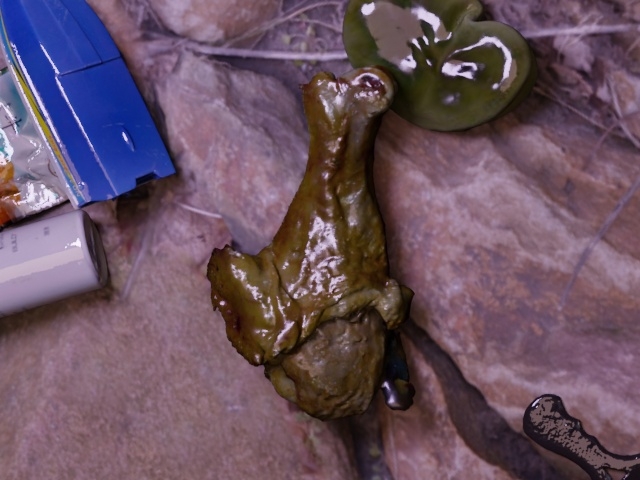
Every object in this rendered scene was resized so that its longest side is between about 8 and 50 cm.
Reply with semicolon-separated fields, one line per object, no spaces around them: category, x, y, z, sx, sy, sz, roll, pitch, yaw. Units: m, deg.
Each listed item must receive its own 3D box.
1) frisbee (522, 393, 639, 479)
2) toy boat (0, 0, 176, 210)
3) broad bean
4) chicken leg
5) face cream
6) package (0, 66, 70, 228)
frisbee;0.321;0.238;1.820;0.187;0.012;0.211;-25;91;11
toy boat;-0.266;-0.179;1.824;0.088;0.129;0.295;-27;89;45
broad bean;0.121;-0.191;1.785;0.206;0.072;0.153;22;98;19
chicken leg;-0.013;0.007;1.788;0.211;0.140;0.361;-7;98;-10
face cream;-0.388;0.051;1.866;0.311;0.092;0.092;-17;93;4
package;-0.357;-0.089;1.887;0.232;0.040;0.166;-26;94;8
